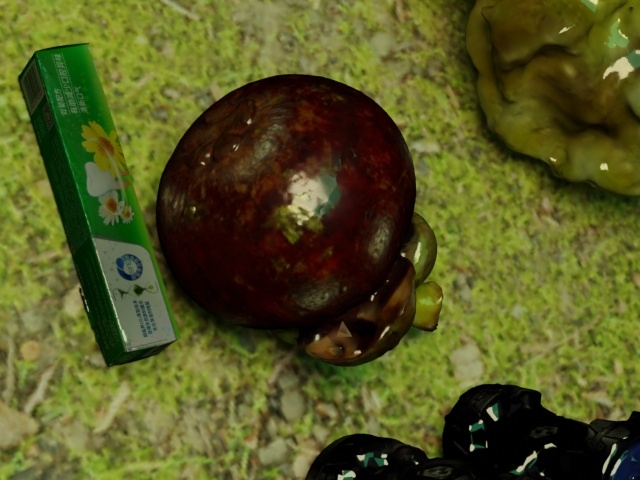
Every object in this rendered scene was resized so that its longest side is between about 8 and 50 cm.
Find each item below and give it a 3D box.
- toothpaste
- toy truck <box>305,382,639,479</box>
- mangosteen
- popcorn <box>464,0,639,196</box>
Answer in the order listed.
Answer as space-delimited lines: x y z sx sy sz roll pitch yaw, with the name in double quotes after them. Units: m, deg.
-0.124 -0.021 0.902 0.037 0.043 0.178 -13 79 -29 "toothpaste"
0.107 0.183 0.893 0.213 0.161 0.177 -18 104 -26 "toy truck"
-0.012 -0.002 0.908 0.146 0.181 0.156 -5 49 18 "mangosteen"
0.199 -0.137 1.011 0.286 0.174 0.225 3 79 -22 "popcorn"
